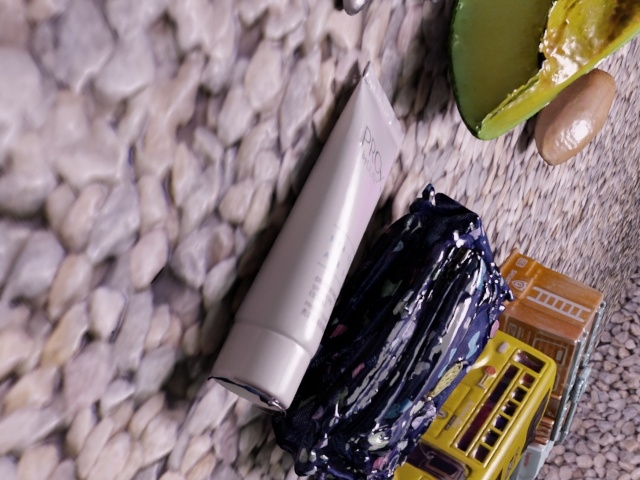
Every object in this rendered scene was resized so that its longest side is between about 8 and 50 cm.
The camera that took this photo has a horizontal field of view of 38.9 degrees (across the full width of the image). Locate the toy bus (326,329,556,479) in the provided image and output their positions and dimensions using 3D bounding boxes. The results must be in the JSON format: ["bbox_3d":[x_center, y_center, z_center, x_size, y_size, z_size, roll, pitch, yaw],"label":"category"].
[{"bbox_3d":[0.124,0.230,0.955,0.331,0.151,0.145,-44,149,-43],"label":"toy bus"}]

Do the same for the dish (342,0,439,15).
[{"bbox_3d":[0.103,-0.237,0.586,0.236,0.086,0.228,-48,149,-36],"label":"dish"}]

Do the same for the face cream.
[{"bbox_3d":[0.000,0.000,0.625,0.244,0.058,0.092,-65,152,-20],"label":"face cream"}]

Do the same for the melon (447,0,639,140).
[{"bbox_3d":[0.198,-0.200,0.763,0.265,0.129,0.169,-38,172,3],"label":"melon"}]

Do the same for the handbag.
[{"bbox_3d":[0.064,0.090,0.761,0.260,0.113,0.162,-55,147,-9],"label":"handbag"}]

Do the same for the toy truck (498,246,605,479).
[{"bbox_3d":[0.258,0.178,1.170,0.136,0.162,0.306,-43,147,-43],"label":"toy truck"}]

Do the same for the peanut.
[{"bbox_3d":[0.300,-0.150,1.085,0.152,0.076,0.076,-50,151,-24],"label":"peanut"}]
